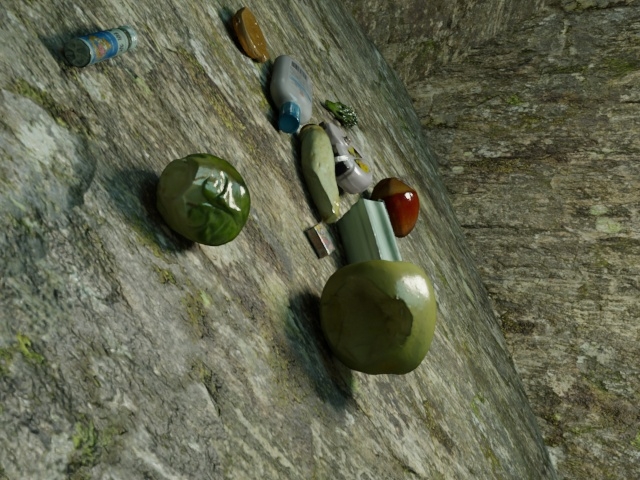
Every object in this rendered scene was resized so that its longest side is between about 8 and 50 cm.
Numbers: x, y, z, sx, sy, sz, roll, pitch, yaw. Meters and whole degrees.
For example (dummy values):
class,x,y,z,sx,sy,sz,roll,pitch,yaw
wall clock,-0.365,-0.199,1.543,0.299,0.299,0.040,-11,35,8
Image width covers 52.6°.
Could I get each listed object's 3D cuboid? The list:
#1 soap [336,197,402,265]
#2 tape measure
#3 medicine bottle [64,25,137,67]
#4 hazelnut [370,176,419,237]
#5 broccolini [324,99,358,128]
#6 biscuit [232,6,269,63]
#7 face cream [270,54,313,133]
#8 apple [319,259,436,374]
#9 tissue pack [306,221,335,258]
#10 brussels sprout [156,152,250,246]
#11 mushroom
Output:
class,x,y,z,sx,sy,sz,roll,pitch,yaw
soap,0.139,0.014,1.812,0.094,0.150,0.261,9,54,-32
tape measure,0.080,-0.240,2.033,0.236,0.120,0.197,35,28,-42
medicine bottle,-0.389,-0.349,1.161,0.051,0.051,0.191,57,21,-17
hazelnut,0.264,-0.115,2.240,0.181,0.181,0.212,33,19,-16
broccolini,0.065,-0.477,2.395,0.203,0.068,0.091,19,76,-49
biscuit,-0.207,-0.589,1.885,0.170,0.050,0.170,-20,90,-73
face cream,-0.085,-0.424,1.919,0.163,0.080,0.336,46,27,-30
apple,0.128,0.167,1.465,0.279,0.279,0.279,49,25,-32
tissue pack,0.000,0.000,1.678,0.083,0.035,0.063,63,20,-4
brussels sprout,-0.206,-0.078,1.149,0.161,0.144,0.180,-62,145,-23
mushroom,-0.004,-0.200,1.841,0.107,0.087,0.333,19,48,-30
